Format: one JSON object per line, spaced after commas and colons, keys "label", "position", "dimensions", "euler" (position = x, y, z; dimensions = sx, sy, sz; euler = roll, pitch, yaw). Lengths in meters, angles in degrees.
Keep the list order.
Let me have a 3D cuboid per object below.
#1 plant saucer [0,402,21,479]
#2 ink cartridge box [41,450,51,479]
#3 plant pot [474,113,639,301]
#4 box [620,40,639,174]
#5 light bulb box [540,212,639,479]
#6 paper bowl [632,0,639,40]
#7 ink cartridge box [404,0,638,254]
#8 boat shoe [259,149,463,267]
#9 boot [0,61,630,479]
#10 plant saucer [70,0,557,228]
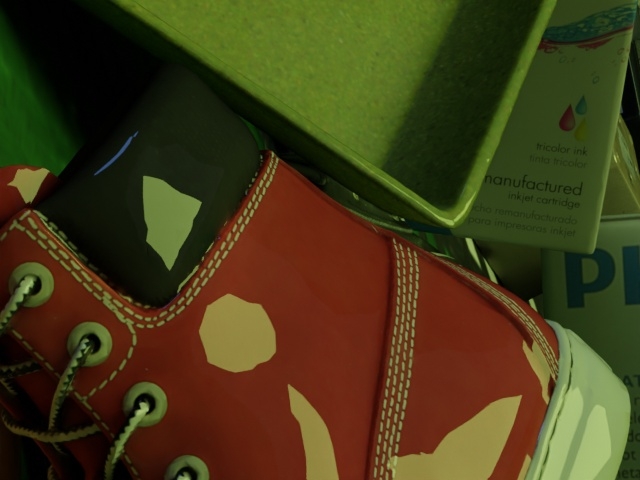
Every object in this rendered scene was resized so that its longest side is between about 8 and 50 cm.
{"label": "plant saucer", "position": [-0.125, 0.007, 0.374], "dimensions": [0.200, 0.037, 0.200], "euler": [-17, 90, -73]}
{"label": "ink cartridge box", "position": [0.009, 0.134, 0.582], "dimensions": [0.193, 0.088, 0.235], "euler": [17, 58, -71]}
{"label": "plant pot", "position": [0.142, -0.043, 1.157], "dimensions": [0.109, 0.096, 0.109], "euler": [53, 25, -47]}
{"label": "box", "position": [0.208, -0.110, 1.420], "dimensions": [0.184, 0.103, 0.261], "euler": [52, 26, -41]}
{"label": "light bulb box", "position": [0.266, 0.163, 1.000], "dimensions": [0.358, 0.225, 0.361], "euler": [6, 80, -72]}
{"label": "paper bowl", "position": [0.058, -0.216, 0.937], "dimensions": [0.284, 0.148, 0.284], "euler": [-17, 90, -82]}
{"label": "ink cartridge box", "position": [0.066, -0.119, 0.781], "dimensions": [0.078, 0.134, 0.231], "euler": [-73, 169, -60]}
{"label": "boat shoe", "position": [0.000, 0.000, 0.702], "dimensions": [0.219, 0.077, 0.070], "euler": [15, 60, -68]}
{"label": "boot", "position": [-0.037, 0.082, 0.408], "dimensions": [0.176, 0.088, 0.244], "euler": [35, 52, -20]}
{"label": "plant saucer", "position": [-0.010, -0.109, 0.661], "dimensions": [0.188, 0.045, 0.188], "euler": [34, 51, -10]}
